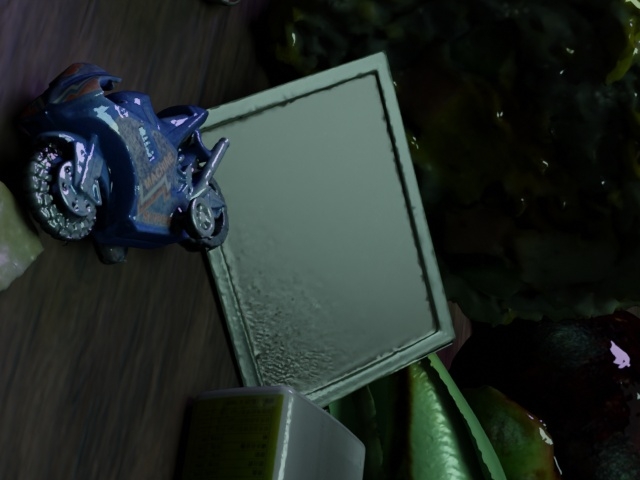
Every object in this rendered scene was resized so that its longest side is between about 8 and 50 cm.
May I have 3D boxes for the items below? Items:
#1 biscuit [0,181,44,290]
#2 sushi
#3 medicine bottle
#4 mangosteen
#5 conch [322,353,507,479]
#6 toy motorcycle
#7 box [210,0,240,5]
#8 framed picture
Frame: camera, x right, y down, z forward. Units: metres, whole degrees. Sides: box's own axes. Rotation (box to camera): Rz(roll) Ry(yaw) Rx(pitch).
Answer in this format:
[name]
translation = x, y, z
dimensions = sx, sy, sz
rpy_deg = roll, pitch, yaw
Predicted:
[biscuit]
translation = -0.219, 0.012, 0.527
dimensions = 0.250, 0.032, 0.133
rpy_deg = -55, 132, -54
[sushi]
translation = 0.175, -0.124, 1.008
dimensions = 0.396, 0.351, 0.240
rpy_deg = 69, 28, -24
[medicine bottle]
translation = -0.037, 0.208, 0.784
dimensions = 0.132, 0.088, 0.188
rpy_deg = 47, 43, -50
[mangosteen]
translation = 0.242, 0.206, 1.165
dimensions = 0.311, 0.311, 0.311
rpy_deg = 28, 59, -59
[conch]
translation = 0.062, 0.165, 0.972
dimensions = 0.250, 0.143, 0.137
rpy_deg = 62, -10, -11
[toy motorcycle]
translation = -0.119, -0.048, 0.714
dimensions = 0.205, 0.076, 0.114
rpy_deg = 6, 71, -64
[box]
translation = -0.038, -0.340, 0.847
dimensions = 0.294, 0.167, 0.193
rpy_deg = 65, 33, -32
[framed picture]
translation = 0.000, 0.000, 0.892
dimensions = 0.197, 0.014, 0.252
rpy_deg = -23, 107, -28
